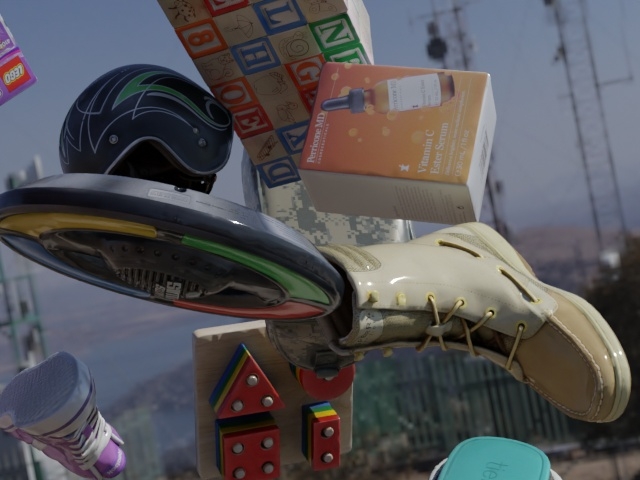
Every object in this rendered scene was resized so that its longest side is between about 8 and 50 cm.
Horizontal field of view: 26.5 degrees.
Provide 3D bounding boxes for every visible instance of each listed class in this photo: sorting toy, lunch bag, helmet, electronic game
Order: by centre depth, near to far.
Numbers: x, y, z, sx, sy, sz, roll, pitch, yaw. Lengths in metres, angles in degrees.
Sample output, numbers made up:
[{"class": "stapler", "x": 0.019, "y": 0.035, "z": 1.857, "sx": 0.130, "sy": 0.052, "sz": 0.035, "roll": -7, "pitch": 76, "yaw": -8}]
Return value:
[{"class": "electronic game", "x": -0.098, "y": 0.011, "z": 0.868, "sx": 0.229, "sy": 0.048, "sz": 0.229, "roll": 11, "pitch": -16, "yaw": 3}, {"class": "helmet", "x": -0.184, "y": -0.100, "z": 1.393, "sx": 0.162, "sy": 0.169, "sz": 0.169, "roll": 19, "pitch": -9, "yaw": -16}, {"class": "lunch bag", "x": 0.000, "y": 0.000, "z": 1.828, "sx": 0.213, "sy": 0.305, "sz": 0.256, "roll": -2, "pitch": -32, "yaw": -12}, {"class": "sorting toy", "x": -0.063, "y": 0.254, "z": 2.126, "sx": 0.257, "sy": 0.255, "sz": 0.089, "roll": -7, "pitch": 24, "yaw": -18}]

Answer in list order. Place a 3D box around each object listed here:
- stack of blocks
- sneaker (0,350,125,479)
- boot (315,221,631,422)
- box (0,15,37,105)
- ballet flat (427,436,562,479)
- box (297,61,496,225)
[{"class": "stack of blocks", "x": -0.032, "y": -0.199, "z": 1.434, "sx": 0.171, "sy": 0.087, "sz": 0.297, "roll": -15, "pitch": -42, "yaw": 14}, {"class": "sneaker", "x": -0.276, "y": 0.213, "z": 1.577, "sx": 0.102, "sy": 0.161, "sz": 0.282, "roll": -56, "pitch": 15, "yaw": -18}, {"class": "boot", "x": 0.117, "y": 0.075, "z": 1.157, "sx": 0.204, "sy": 0.095, "sz": 0.262, "roll": -5, "pitch": 37, "yaw": -33}, {"class": "box", "x": -0.551, "y": -0.223, "z": 1.817, "sx": 0.293, "sy": 0.200, "sz": 0.057, "roll": -39, "pitch": 30, "yaw": -24}, {"class": "ballet flat", "x": 0.074, "y": 0.259, "z": 0.879, "sx": 0.139, "sy": 0.139, "sz": 0.400, "roll": -11, "pitch": 10, "yaw": 26}, {"class": "box", "x": 0.079, "y": -0.096, "z": 1.349, "sx": 0.171, "sy": 0.130, "sz": 0.091, "roll": 6, "pitch": -24, "yaw": 15}]
